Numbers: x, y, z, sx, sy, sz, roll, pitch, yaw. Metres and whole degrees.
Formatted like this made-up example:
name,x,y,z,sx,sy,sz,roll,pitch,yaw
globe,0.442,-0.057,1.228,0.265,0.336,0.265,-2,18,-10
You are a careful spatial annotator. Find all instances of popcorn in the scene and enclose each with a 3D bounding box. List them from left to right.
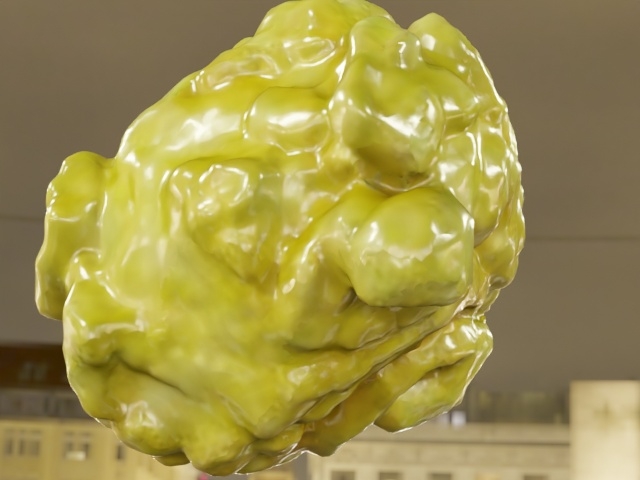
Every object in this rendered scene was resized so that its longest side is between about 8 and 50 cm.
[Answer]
name,x,y,z,sx,sy,sz,roll,pitch,yaw
popcorn,0.000,0.000,0.906,0.250,0.242,0.235,-31,-74,35
